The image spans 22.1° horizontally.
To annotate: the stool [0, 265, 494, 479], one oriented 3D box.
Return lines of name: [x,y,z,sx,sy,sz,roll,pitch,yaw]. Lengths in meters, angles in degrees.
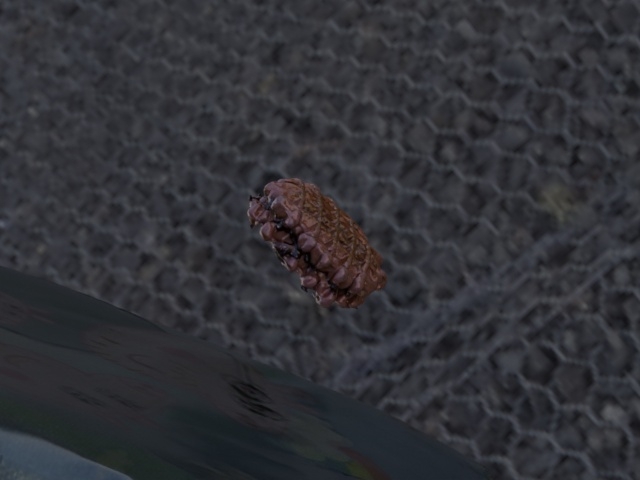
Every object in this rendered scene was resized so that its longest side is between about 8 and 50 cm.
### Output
stool: [-0.106,0.153,0.655,0.310,0.310,0.226,20,96,8]

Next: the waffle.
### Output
waffle: [0.000,0.000,0.819,0.029,0.083,0.075,-40,69,19]
